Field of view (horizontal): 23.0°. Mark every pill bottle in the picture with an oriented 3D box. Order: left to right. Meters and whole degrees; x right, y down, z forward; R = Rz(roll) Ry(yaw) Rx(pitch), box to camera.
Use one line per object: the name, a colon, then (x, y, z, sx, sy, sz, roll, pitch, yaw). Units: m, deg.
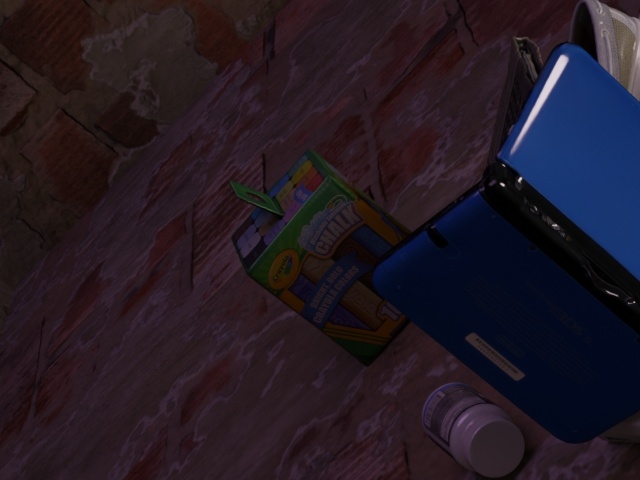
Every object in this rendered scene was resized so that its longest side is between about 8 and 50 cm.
pill bottle: (0.169, 0.210, 1.737, 0.078, 0.078, 0.137, -51, 19, -2)

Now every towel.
towel: (0.240, -0.054, 1.891, 0.312, 0.056, 0.324, -87, 5, -64)

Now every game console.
game console: (0.236, 0.009, 1.491, 0.250, 0.293, 0.173, -38, 23, 31)

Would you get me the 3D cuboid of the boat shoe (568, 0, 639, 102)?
boat shoe: (0.318, -0.135, 1.877, 0.118, 0.103, 0.320, -18, 51, 63)

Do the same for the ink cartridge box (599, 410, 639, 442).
ink cartridge box: (0.379, 0.098, 1.526, 0.223, 0.045, 0.224, -58, 22, -19)

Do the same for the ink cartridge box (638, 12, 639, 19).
ink cartridge box: (0.445, -0.171, 1.847, 0.296, 0.066, 0.261, 8, 76, 68)

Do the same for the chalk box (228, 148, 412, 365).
chalk box: (0.000, 0.000, 2.178, 0.179, 0.289, 0.180, -48, 19, 6)
